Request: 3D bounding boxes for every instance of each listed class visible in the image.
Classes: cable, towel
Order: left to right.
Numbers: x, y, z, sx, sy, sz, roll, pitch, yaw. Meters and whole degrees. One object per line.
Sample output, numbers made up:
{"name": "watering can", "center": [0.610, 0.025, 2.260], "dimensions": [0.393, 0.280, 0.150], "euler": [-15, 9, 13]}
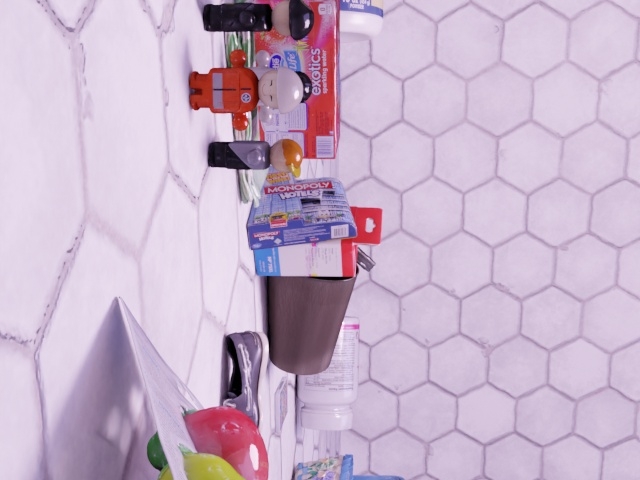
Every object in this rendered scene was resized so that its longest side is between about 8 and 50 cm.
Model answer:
{"name": "towel", "center": [-0.110, -0.250, 1.393], "dimensions": [0.248, 0.038, 0.325], "euler": [-80, 169, -60]}
{"name": "cable", "center": [0.005, -0.053, 1.683], "dimensions": [0.072, 0.287, 0.139], "euler": [-51, 155, -5]}

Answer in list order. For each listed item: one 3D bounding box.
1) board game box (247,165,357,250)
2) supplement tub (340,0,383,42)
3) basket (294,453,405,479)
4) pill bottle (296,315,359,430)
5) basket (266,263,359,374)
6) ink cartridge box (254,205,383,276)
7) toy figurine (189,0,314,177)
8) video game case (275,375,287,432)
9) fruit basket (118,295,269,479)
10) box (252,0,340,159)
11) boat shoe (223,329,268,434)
{"name": "board game box", "center": [-0.044, -0.073, 1.526], "dimensions": [0.194, 0.194, 0.060], "euler": [-104, -171, -51]}
{"name": "supplement tub", "center": [0.007, -0.542, 1.554], "dimensions": [0.228, 0.228, 0.317], "euler": [-48, 139, -81]}
{"name": "basket", "center": [0.070, 0.645, 2.026], "dimensions": [0.255, 0.288, 0.201], "euler": [-76, 171, -78]}
{"name": "pill bottle", "center": [0.019, 0.336, 2.126], "dimensions": [0.160, 0.160, 0.283], "euler": [33, 59, -83]}
{"name": "basket", "center": [-0.028, 0.139, 1.645], "dimensions": [0.154, 0.204, 0.227], "euler": [-19, 124, -46]}
{"name": "ink cartridge box", "center": [0.000, 0.000, 1.549], "dimensions": [0.134, 0.230, 0.078], "euler": [-80, 169, -55]}
{"name": "toy figurine", "center": [-0.081, -0.210, 1.142], "dimensions": [0.210, 0.148, 0.213], "euler": [82, 10, -54]}
{"name": "video game case", "center": [-0.086, 0.361, 1.834], "dimensions": [0.122, 0.011, 0.087], "euler": [-55, 145, -79]}
{"name": "fruit basket", "center": [-0.094, 0.266, 0.774], "dimensions": [0.353, 0.165, 0.327], "euler": [50, -11, 46]}
{"name": "box", "center": [-0.033, -0.269, 1.331], "dimensions": [0.123, 0.128, 0.257], "euler": [-80, 170, -63]}
{"name": "boat shoe", "center": [-0.130, 0.241, 1.276], "dimensions": [0.065, 0.075, 0.206], "euler": [12, 82, -40]}
